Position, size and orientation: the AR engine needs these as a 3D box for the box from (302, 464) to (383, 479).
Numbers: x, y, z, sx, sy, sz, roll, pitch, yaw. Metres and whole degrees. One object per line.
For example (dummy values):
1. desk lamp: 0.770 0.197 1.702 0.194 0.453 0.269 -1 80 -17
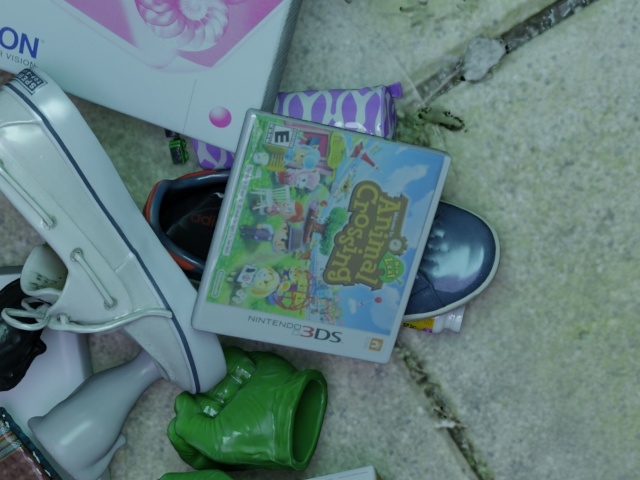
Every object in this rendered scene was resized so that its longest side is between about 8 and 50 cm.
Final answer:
1. box: -0.020 0.315 1.600 0.203 0.103 0.114 -14 143 12

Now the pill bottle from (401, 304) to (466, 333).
1. pill bottle: 0.101 0.068 1.572 0.083 0.043 0.043 13 105 7

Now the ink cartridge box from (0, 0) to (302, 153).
1. ink cartridge box: -0.167 -0.273 1.377 0.324 0.071 0.330 20 121 6

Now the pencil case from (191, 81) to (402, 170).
1. pencil case: -0.026 -0.111 1.534 0.206 0.088 0.086 2 144 9

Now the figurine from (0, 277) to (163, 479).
1. figurine: -0.230 0.102 1.586 0.209 0.092 0.215 -41 110 -10

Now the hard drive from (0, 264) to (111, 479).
1. hard drive: -0.349 0.205 1.683 0.233 0.047 0.353 -5 103 11

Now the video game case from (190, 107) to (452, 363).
1. video game case: 0.000 0.000 1.437 0.193 0.023 0.212 11 107 -15

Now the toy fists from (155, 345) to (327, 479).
1. toy fists: -0.098 0.232 1.554 0.142 0.096 0.279 3 62 25

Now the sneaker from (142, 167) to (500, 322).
1. sneaker: -0.005 -0.001 1.502 0.350 0.148 0.131 2 74 8

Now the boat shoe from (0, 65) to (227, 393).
1. boat shoe: -0.226 0.030 1.451 0.156 0.136 0.367 -38 124 -15

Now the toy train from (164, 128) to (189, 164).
1. toy train: -0.149 -0.115 1.581 0.017 0.024 0.083 -10 102 12

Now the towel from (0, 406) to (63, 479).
1. towel: -0.385 0.381 1.685 0.370 0.040 0.271 -39 92 21

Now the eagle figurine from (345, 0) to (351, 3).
1. eagle figurine: 0.132 -0.320 1.423 0.298 0.225 0.226 -21 145 -15
